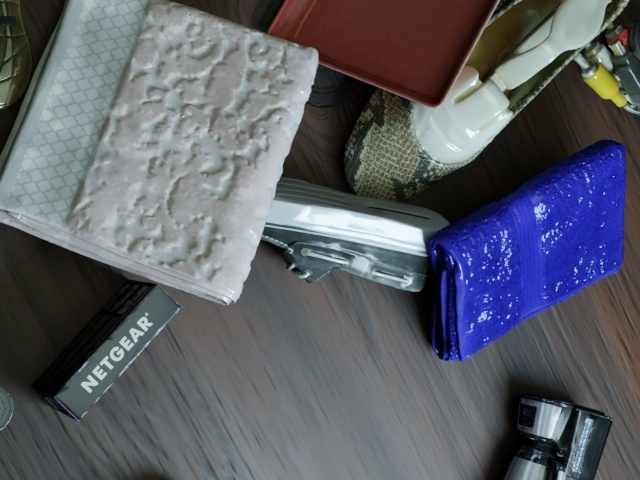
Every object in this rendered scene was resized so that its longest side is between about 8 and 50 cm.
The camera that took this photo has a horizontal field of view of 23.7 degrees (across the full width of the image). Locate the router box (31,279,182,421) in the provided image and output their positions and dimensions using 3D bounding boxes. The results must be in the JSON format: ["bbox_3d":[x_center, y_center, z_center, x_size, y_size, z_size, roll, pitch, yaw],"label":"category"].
[{"bbox_3d":[-0.254,0.126,1.801,0.046,0.133,0.179,45,76,-16],"label":"router box"}]

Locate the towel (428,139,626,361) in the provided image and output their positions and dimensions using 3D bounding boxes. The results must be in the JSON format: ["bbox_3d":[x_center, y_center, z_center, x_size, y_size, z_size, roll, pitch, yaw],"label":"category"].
[{"bbox_3d":[0.278,0.019,1.989,0.308,0.076,0.228,-30,140,-22],"label":"towel"}]

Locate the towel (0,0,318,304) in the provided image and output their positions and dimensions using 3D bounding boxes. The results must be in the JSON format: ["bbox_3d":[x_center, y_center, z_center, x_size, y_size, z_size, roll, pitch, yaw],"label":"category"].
[{"bbox_3d":[-0.194,-0.127,1.796,0.317,0.053,0.332,20,75,-4],"label":"towel"}]

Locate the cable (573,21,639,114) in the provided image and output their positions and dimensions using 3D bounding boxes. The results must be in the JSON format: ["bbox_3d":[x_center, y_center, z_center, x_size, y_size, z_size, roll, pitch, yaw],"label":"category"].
[{"bbox_3d":[0.454,-0.191,2.143,0.139,0.072,0.287,-52,121,-31],"label":"cable"}]

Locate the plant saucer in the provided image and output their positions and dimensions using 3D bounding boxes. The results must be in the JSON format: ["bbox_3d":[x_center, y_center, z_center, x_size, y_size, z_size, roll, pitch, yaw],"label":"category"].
[{"bbox_3d":[0.101,-0.308,1.917,0.258,0.048,0.259,25,80,23],"label":"plant saucer"}]

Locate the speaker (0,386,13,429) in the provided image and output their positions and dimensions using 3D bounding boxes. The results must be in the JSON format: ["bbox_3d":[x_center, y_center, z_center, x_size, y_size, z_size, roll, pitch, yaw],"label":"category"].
[{"bbox_3d":[-0.389,0.190,1.745,0.055,0.136,0.055,1,86,-20],"label":"speaker"}]

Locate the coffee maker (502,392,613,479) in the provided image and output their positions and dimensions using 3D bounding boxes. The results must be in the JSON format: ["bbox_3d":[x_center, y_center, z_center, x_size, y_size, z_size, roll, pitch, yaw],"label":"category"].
[{"bbox_3d":[0.323,0.308,2.065,0.171,0.120,0.178,23,83,-45],"label":"coffee maker"}]

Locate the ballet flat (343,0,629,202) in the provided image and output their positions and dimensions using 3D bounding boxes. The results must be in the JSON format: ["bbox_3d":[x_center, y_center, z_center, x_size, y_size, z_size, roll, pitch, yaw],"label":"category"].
[{"bbox_3d":[0.232,-0.227,1.966,0.483,0.182,0.164,-43,111,-16],"label":"ballet flat"}]

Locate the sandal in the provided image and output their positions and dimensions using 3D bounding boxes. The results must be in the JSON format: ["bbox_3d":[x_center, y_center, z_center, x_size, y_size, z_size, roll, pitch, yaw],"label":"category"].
[{"bbox_3d":[-0.382,-0.237,1.791,0.072,0.049,0.180,-1,77,-28],"label":"sandal"}]

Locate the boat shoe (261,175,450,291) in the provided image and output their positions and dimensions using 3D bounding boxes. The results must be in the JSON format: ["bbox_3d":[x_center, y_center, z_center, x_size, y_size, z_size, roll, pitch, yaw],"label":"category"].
[{"bbox_3d":[0.000,0.000,1.909,0.335,0.121,0.119,12,107,-14],"label":"boat shoe"}]
